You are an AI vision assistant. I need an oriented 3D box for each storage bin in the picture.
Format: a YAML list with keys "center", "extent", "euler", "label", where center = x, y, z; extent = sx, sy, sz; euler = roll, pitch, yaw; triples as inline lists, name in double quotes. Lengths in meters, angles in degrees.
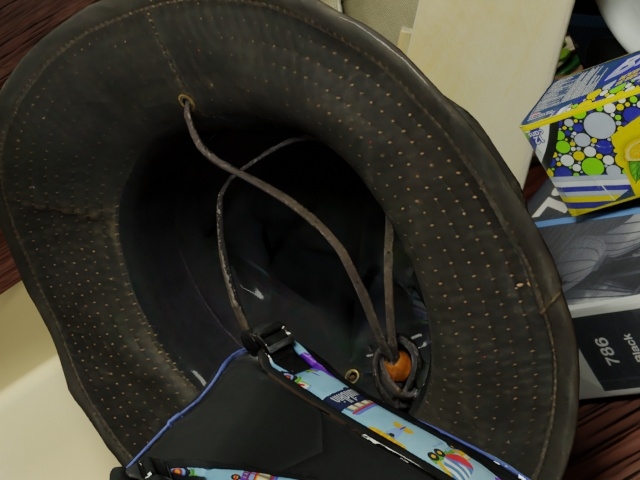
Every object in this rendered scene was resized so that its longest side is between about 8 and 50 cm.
- center: [-0.102, 0.058, 1.119]
  extent: [0.262, 0.123, 0.260]
  euler: [-34, 17, 1]
  label: "storage bin"

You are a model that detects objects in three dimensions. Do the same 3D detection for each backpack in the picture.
- center: [0.008, 0.134, 0.696]
  extent: [0.158, 0.173, 0.117]
  euler: [-47, -22, -58]
  label: "backpack"

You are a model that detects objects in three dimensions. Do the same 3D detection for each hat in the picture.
- center: [0.000, 0.000, 0.824]
  extent: [0.331, 0.331, 0.134]
  euler: [-16, 17, 44]
  label: "hat"

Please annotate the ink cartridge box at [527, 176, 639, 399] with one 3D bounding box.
- center: [0.174, 0.007, 0.868]
  extent: [0.332, 0.065, 0.165]
  euler: [-15, 26, 48]
  label: "ink cartridge box"

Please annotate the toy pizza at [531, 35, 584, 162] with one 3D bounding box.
- center: [0.192, -0.121, 1.230]
  extent: [0.201, 0.032, 0.201]
  euler: [-30, 17, 11]
  label: "toy pizza"

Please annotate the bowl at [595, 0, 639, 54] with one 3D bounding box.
- center: [0.280, -0.218, 0.943]
  extent: [0.297, 0.134, 0.298]
  euler: [-11, 52, 15]
  label: "bowl"

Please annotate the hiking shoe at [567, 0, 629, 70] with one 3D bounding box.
- center: [0.287, -0.188, 1.073]
  extent: [0.304, 0.132, 0.113]
  euler: [-34, 17, -4]
  label: "hiking shoe"

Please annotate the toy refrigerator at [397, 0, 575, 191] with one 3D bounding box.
- center: [0.091, -0.117, 1.013]
  extent: [0.094, 0.270, 0.102]
  euler: [14, 27, 2]
  label: "toy refrigerator"

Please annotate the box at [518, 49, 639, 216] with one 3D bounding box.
- center: [0.187, -0.068, 0.840]
  extent: [0.169, 0.059, 0.054]
  euler: [-17, 24, 40]
  label: "box"

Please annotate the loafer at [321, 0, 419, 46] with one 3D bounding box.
- center: [0.083, -0.161, 1.275]
  extent: [0.092, 0.102, 0.268]
  euler: [-29, -9, 37]
  label: "loafer"
